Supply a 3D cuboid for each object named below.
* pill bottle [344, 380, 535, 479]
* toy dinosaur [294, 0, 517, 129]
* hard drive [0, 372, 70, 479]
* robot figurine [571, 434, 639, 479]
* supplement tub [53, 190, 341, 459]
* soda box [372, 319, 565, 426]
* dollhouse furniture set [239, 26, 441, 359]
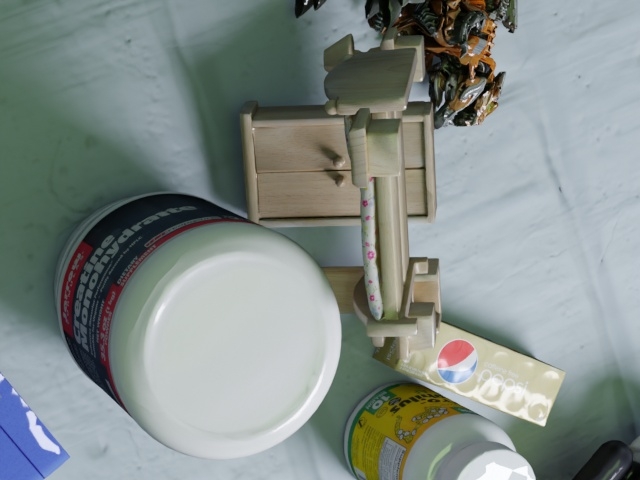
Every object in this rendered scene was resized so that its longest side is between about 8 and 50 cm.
[{"bbox_3d":[0.113,0.209,1.593,0.117,0.208,0.118,-4,100,-22],"label":"pill bottle"},{"bbox_3d":[0.095,-0.264,1.568,0.218,0.164,0.322,-12,85,-35],"label":"toy dinosaur"},{"bbox_3d":[-0.396,0.216,1.454,0.318,0.040,0.210,-40,123,-12],"label":"hard drive"},{"bbox_3d":[0.333,0.317,1.720,0.278,0.173,0.209,-50,151,-8],"label":"robot figurine"},{"bbox_3d":[-0.114,0.062,1.438,0.191,0.272,0.191,-4,100,-22],"label":"supplement tub"},{"bbox_3d":[0.147,0.122,1.675,0.181,0.058,0.061,23,90,-24],"label":"soda box"},{"bbox_3d":[0.000,0.000,1.410,0.173,0.355,0.303,-1,110,8],"label":"dollhouse furniture set"}]
